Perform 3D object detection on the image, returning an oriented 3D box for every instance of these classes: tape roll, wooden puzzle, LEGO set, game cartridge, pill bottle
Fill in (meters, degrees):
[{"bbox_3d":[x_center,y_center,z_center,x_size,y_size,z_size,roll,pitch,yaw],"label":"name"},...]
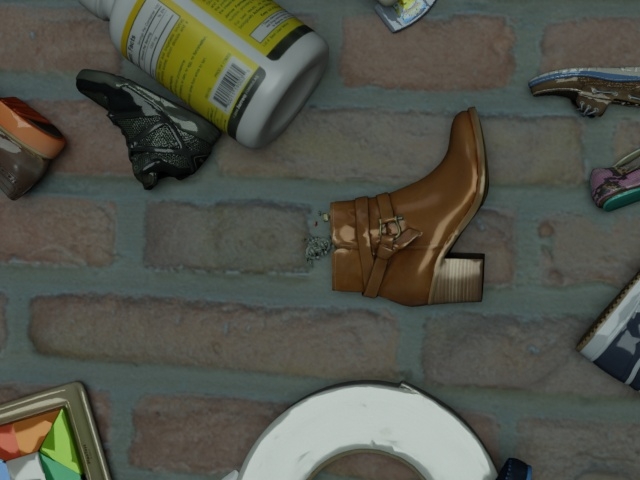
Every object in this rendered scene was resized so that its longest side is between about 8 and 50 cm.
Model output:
[{"bbox_3d":[0.068,0.389,1.492,0.391,0.072,0.392,0,88,5],"label":"tape roll"},{"bbox_3d":[-0.431,0.345,1.565,0.238,0.044,0.221,-17,87,6],"label":"wooden puzzle"},{"bbox_3d":[-0.002,-0.002,1.537,0.054,0.023,0.083,0,88,6],"label":"LEGO set"},{"bbox_3d":[0.126,-0.341,1.537,0.083,0.017,0.056,-38,89,4],"label":"game cartridge"},{"bbox_3d":[-0.168,-0.293,1.482,0.334,0.188,0.188,37,93,6],"label":"pill bottle"}]

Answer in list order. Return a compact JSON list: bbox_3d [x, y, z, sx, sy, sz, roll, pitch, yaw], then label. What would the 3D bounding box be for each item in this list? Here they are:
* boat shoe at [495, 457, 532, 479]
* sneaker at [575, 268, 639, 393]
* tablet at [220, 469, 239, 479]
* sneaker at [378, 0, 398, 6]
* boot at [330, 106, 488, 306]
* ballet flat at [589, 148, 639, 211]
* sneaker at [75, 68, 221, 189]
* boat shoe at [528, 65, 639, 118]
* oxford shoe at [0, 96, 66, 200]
[{"bbox_3d":[0.194,0.399,1.394,0.089,0.109,0.258,26,89,9],"label":"boat shoe"},{"bbox_3d":[0.495,0.090,1.439,0.153,0.099,0.282,41,100,11],"label":"sneaker"},{"bbox_3d":[-0.140,0.380,1.551,0.083,0.006,0.054,-38,85,4],"label":"tablet"},{"bbox_3d":[0.059,-0.505,1.490,0.148,0.131,0.350,-27,85,9],"label":"sneaker"},{"bbox_3d":[0.124,-0.050,1.496,0.220,0.109,0.284,3,96,10],"label":"boot"},{"bbox_3d":[0.481,-0.100,1.467,0.221,0.077,0.079,-12,68,6],"label":"ballet flat"},{"bbox_3d":[-0.272,-0.158,1.540,0.227,0.087,0.130,29,85,1],"label":"sneaker"},{"bbox_3d":[0.383,-0.206,1.478,0.183,0.066,0.066,-2,89,6],"label":"boat shoe"},{"bbox_3d":[-0.555,-0.200,1.556,0.363,0.130,0.133,37,99,6],"label":"oxford shoe"}]
